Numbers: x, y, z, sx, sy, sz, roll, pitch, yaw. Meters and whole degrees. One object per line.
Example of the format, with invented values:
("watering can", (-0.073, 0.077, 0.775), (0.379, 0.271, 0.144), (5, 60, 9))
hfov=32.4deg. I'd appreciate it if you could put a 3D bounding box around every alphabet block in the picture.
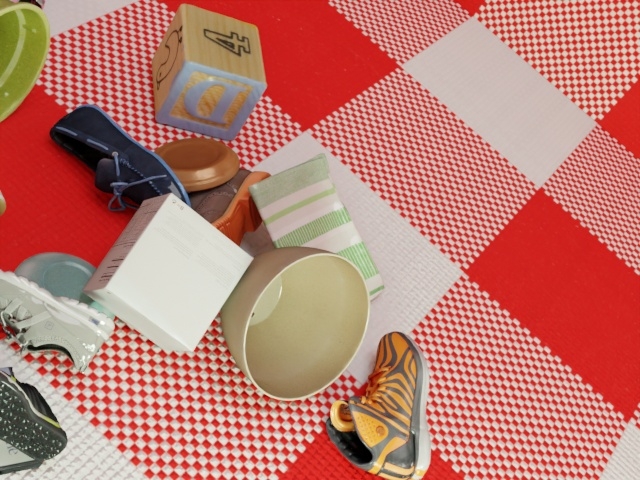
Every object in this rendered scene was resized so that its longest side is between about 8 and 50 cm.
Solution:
("alphabet block", (-0.247, -0.366, 2.411), (0.193, 0.192, 0.197), (14, 44, -27))

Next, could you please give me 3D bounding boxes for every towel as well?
("towel", (0.000, 0.000, 2.260), (0.248, 0.038, 0.324), (-29, 97, -48))

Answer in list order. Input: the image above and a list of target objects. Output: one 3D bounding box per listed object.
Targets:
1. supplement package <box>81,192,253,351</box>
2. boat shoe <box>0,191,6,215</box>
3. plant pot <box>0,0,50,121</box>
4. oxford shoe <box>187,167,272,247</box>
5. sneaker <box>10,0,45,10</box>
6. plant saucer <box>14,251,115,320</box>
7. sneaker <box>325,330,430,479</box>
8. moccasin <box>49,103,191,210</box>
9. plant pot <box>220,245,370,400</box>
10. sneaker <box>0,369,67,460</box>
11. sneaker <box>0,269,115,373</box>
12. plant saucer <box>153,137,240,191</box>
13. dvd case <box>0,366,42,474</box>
("supplement package", (-0.269, 0.059, 1.936), (0.194, 0.149, 0.203), (40, 69, -20))
("boat shoe", (-0.687, -0.110, 1.926), (0.277, 0.098, 0.096), (14, 46, -23))
("plant pot", (-0.699, -0.384, 2.079), (0.254, 0.276, 0.276), (33, 39, 13))
("oxford shoe", (-0.227, -0.018, 2.179), (0.133, 0.130, 0.363), (15, 41, 21))
("sneaker", (-0.638, -0.561, 2.401), (0.131, 0.112, 0.319), (48, 41, -13))
("plant saucer", (-0.449, 0.088, 1.956), (0.195, 0.037, 0.195), (20, 43, -20))
("sneaker", (0.106, 0.295, 2.087), (0.180, 0.124, 0.321), (17, 44, -23))
("moccasin", (-0.396, -0.128, 2.147), (0.342, 0.137, 0.117), (37, 51, 26))
("plant pot", (-0.075, 0.128, 2.042), (0.284, 0.284, 0.191), (-4, 20, -38))
("sneaker", (-0.469, 0.251, 1.667), (0.084, 0.234, 0.097), (-31, 47, -4))
("sneaker", (-0.492, 0.130, 1.833), (0.281, 0.105, 0.115), (21, 71, 1))
("plant saucer", (-0.264, -0.161, 2.243), (0.200, 0.037, 0.200), (-2, 30, 1))
("dvd case", (-0.571, 0.289, 1.691), (0.253, 0.022, 0.180), (-5, 55, -38))
